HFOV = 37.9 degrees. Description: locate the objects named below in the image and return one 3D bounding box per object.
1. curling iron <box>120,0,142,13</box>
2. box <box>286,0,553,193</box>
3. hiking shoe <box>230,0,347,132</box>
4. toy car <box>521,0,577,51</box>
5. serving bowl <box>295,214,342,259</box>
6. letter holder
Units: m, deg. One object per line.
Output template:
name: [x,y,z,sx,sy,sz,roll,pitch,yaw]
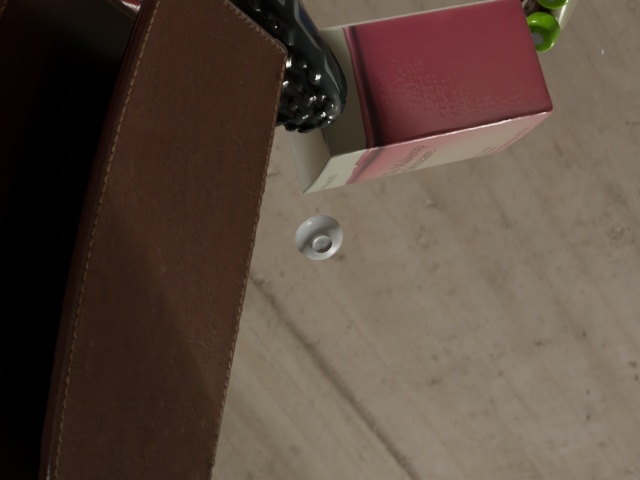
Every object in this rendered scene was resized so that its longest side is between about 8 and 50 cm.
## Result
curling iron: [-0.201,-0.183,0.661,0.274,0.068,0.035,10,-53,17]
box: [0.087,-0.143,0.935,0.232,0.148,0.127,-13,-98,-13]
hiking shoe: [-0.067,-0.231,0.770,0.113,0.132,0.304,-21,-65,46]
toy car: [0.270,-0.377,1.281,0.188,0.155,0.149,26,-33,14]
serving bowl: [0.000,0.000,1.574,0.083,0.027,0.083,-8,-57,-12]
letter holder: [-0.156,-0.006,0.493,0.152,0.302,0.214,1,-17,30]
